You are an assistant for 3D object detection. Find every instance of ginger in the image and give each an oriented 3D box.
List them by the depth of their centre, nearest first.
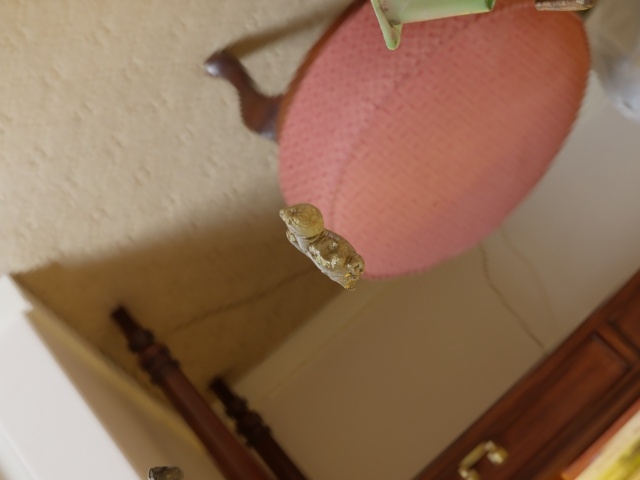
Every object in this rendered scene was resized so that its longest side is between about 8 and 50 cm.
[{"bbox_3d":[0.006,0.003,1.943,0.059,0.133,0.214,-49,166,-9],"label":"ginger"}]

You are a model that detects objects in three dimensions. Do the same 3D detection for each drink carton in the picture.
[{"bbox_3d":[0.144,-0.343,1.713,0.146,0.142,0.144,-73,149,-42],"label":"drink carton"}]

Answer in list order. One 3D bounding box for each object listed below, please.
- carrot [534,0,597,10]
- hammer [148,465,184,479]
[{"bbox_3d":[0.302,-0.294,1.646,0.032,0.093,0.032,-1,92,-35],"label":"carrot"},{"bbox_3d":[-0.201,0.177,0.960,0.029,0.058,0.292,-10,161,35],"label":"hammer"}]
